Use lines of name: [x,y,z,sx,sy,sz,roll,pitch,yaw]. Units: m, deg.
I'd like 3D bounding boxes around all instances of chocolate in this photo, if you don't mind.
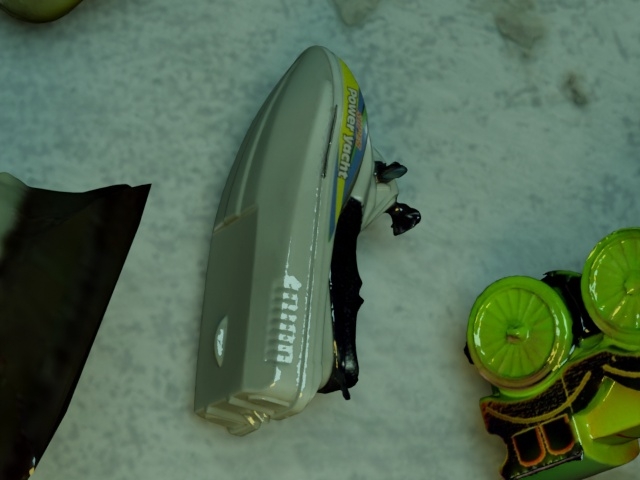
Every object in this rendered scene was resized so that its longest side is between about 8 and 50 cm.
chocolate: [-0.312,0.055,1.130,0.297,0.326,0.314,36,43,-20]

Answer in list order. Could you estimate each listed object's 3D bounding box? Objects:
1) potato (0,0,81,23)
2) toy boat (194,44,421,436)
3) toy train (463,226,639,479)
potato: [-0.177,-0.244,1.389,0.157,0.157,0.194,28,82,-6]
toy boat: [-0.007,0.003,1.360,0.140,0.141,0.269,23,67,-8]
toy train: [0.233,0.063,1.338,0.100,0.296,0.161,5,63,-53]
